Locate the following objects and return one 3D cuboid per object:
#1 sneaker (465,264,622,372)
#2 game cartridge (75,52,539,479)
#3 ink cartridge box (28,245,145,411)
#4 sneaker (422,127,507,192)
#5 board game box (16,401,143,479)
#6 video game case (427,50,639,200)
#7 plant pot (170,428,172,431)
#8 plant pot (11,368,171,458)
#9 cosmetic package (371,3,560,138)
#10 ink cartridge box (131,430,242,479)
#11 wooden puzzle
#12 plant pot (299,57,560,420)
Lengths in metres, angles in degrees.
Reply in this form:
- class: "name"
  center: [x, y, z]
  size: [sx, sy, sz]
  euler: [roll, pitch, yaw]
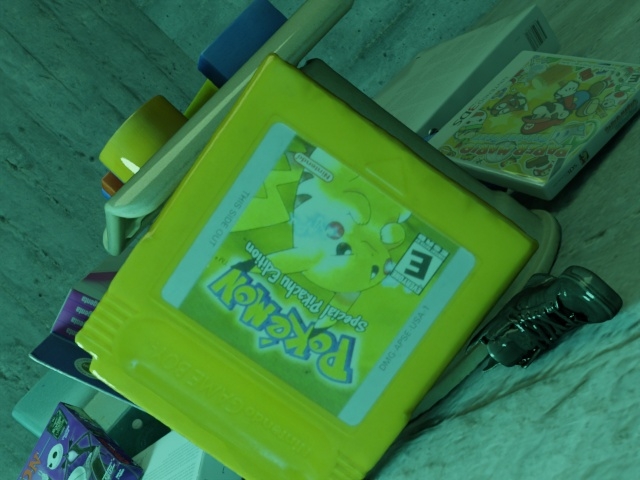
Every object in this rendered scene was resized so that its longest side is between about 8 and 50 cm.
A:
- class: "sneaker"
  center: [0.172, 0.069, 0.733]
  size: [0.089, 0.051, 0.170]
  euler: [-47, 3, -7]
- class: "game cartridge"
  center: [-0.018, 0.050, 0.802]
  size: [0.324, 0.285, 0.053]
  euler: [-55, 3, 6]
- class: "ink cartridge box"
  center: [-0.158, 0.130, 1.170]
  size: [0.330, 0.324, 0.071]
  euler: [-80, 16, -77]
- class: "sneaker"
  center: [0.123, -0.072, 1.260]
  size: [0.330, 0.130, 0.147]
  euler: [12, 43, 47]
- class: "board game box"
  center: [-0.388, 0.420, 1.263]
  size: [0.208, 0.056, 0.347]
  euler: [22, 83, 53]
- class: "video game case"
  center: [0.255, -0.146, 1.088]
  size: [0.206, 0.026, 0.227]
  euler: [-44, 33, -13]
- class: "plant pot"
  center: [-0.154, 0.262, 1.318]
  size: [0.109, 0.109, 0.096]
  euler: [-41, 21, 34]
- class: "plant pot"
  center: [-0.303, 0.294, 1.486]
  size: [0.248, 0.247, 0.252]
  euler: [-48, 26, -16]
- class: "cosmetic package"
  center: [0.181, -0.217, 1.505]
  size: [0.284, 0.097, 0.377]
  euler: [-7, 33, 53]
- class: "ink cartridge box"
  center: [-0.207, 0.371, 1.155]
  size: [0.296, 0.066, 0.261]
  euler: [-39, 30, 45]
- class: "wooden puzzle"
  center: [-0.130, -0.134, 0.992]
  size: [0.322, 0.080, 0.348]
  euler: [-48, 8, -15]
- class: "plant pot"
  center: [0.024, -0.010, 0.975]
  size: [0.334, 0.305, 0.334]
  euler: [-45, 8, 8]
